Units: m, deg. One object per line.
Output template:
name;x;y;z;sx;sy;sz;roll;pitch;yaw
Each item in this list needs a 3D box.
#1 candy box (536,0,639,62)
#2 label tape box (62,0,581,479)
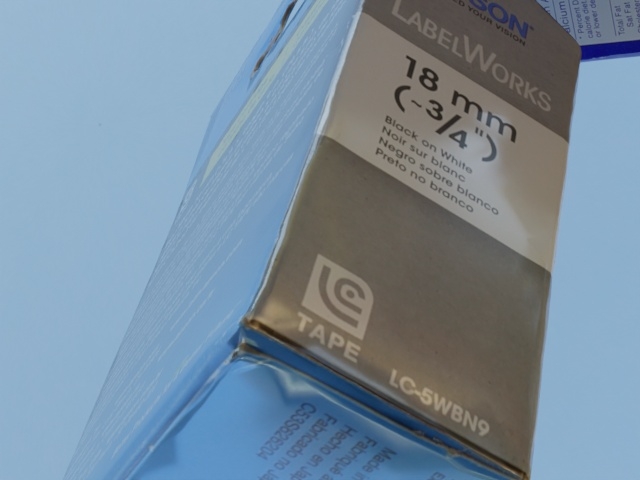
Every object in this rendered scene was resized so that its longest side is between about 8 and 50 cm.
candy box;0.185;-0.175;0.689;0.268;0.317;0.122;-29;-67;-49
label tape box;0.000;0.000;0.546;0.106;0.334;0.241;28;-45;-12
